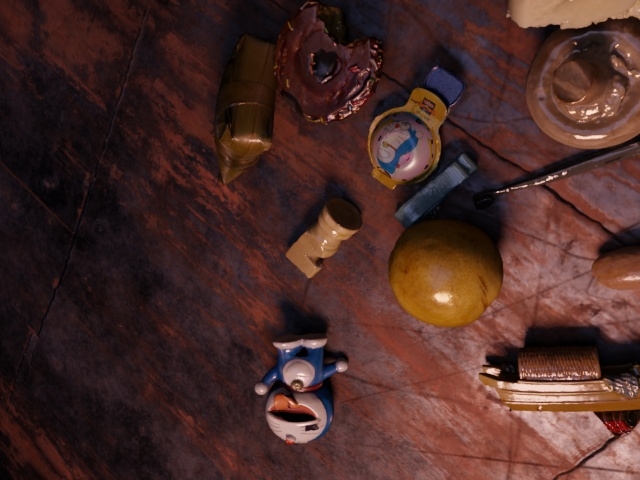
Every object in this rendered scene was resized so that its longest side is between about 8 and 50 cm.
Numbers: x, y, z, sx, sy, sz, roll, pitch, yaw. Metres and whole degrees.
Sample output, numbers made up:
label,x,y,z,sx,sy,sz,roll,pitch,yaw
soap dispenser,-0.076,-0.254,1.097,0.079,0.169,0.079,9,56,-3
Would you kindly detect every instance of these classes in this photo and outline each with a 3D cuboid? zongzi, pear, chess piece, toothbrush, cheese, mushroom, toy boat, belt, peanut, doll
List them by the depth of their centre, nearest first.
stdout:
label,x,y,z,sx,sy,sz,roll,pitch,yaw
mushroom,0.409,-0.239,0.806,0.207,0.215,0.208,11,108,35
peanut,0.536,0.045,0.893,0.152,0.076,0.076,-8,99,34
toothbrush,0.411,-0.114,0.944,0.297,0.031,0.030,-20,119,29
toy boat,0.450,0.249,0.982,0.310,0.089,0.116,-10,95,30
zongzi,0.549,0.337,0.984,0.083,0.067,0.074,-15,108,49
pear,0.222,0.057,0.985,0.208,0.209,0.209,7,106,26
cheese,0.176,-0.210,1.022,0.156,0.064,0.250,38,120,13
belt,0.223,-0.092,1.033,0.179,0.100,0.065,-41,81,15
chess piece,0.000,0.000,1.171,0.090,0.090,0.200,49,130,8
zongzi,-0.176,-0.282,1.191,0.289,0.122,0.260,151,126,-69
doll,-0.042,0.339,1.232,0.215,0.161,0.257,-2,100,2

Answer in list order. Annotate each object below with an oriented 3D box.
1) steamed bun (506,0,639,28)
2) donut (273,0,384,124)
label,x,y,z,sx,sy,sz,roll,pitch,yaw
steamed bun,0.364,-0.428,0.735,0.272,0.273,0.291,-21,52,34
donut,0.019,-0.342,1.054,0.230,0.096,0.216,29,117,19
